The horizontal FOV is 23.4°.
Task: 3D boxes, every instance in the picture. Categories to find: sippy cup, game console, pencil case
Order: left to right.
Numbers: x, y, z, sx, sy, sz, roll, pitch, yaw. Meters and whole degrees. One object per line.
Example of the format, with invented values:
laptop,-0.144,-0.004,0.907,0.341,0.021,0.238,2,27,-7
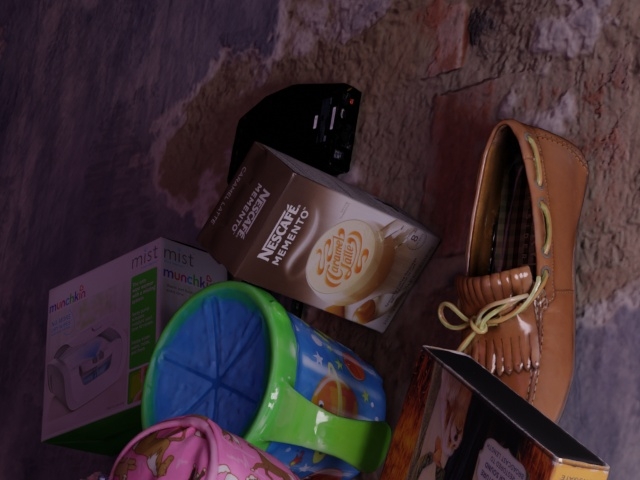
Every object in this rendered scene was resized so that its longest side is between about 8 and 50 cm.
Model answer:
pencil case,-0.062,0.327,1.620,0.167,0.386,0.160,-33,46,17
sippy cup,-0.051,0.187,1.789,0.240,0.224,0.305,-44,45,24
game console,-0.054,-0.035,2.037,0.213,0.044,0.361,-7,68,48

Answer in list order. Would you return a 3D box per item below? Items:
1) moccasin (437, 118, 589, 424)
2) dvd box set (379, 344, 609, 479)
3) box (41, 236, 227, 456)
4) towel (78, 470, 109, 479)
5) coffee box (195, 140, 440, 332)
moccasin,0.198,0.057,1.631,0.139,0.147,0.380,1,74,48
dvd box set,0.115,0.345,1.470,0.307,0.062,0.420,-140,64,-66
box,-0.252,0.149,2.109,0.262,0.126,0.231,-23,59,41
towel,-0.187,0.425,1.748,0.317,0.053,0.332,155,94,-75
coffee box,0.000,0.000,1.799,0.141,0.246,0.098,-60,40,10
